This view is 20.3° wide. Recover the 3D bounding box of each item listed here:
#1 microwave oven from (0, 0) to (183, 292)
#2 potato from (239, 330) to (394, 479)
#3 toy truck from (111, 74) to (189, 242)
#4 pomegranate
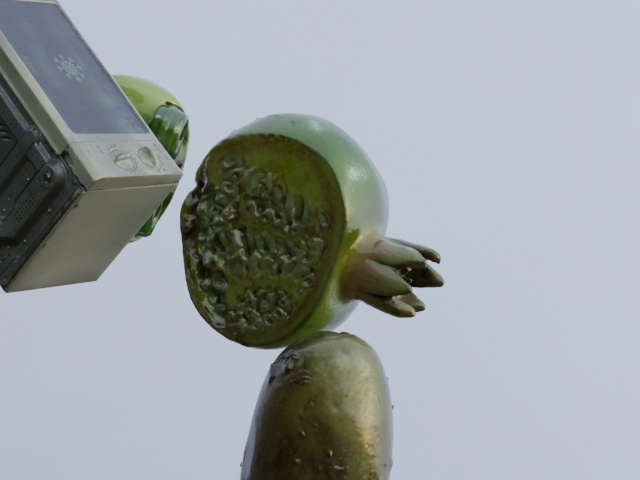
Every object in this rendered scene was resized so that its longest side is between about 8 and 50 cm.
[{"bbox_3d":[-0.283,-0.091,1.705,0.240,0.194,0.145,53,27,19],"label":"microwave oven"},{"bbox_3d":[-0.003,0.255,2.170,0.173,0.307,0.210,4,19,-12],"label":"potato"},{"bbox_3d":[-0.232,-0.079,2.054,0.148,0.187,0.210,19,-19,1],"label":"toy truck"},{"bbox_3d":[0.000,0.000,2.330,0.358,0.309,0.216,20,10,21],"label":"pomegranate"}]
